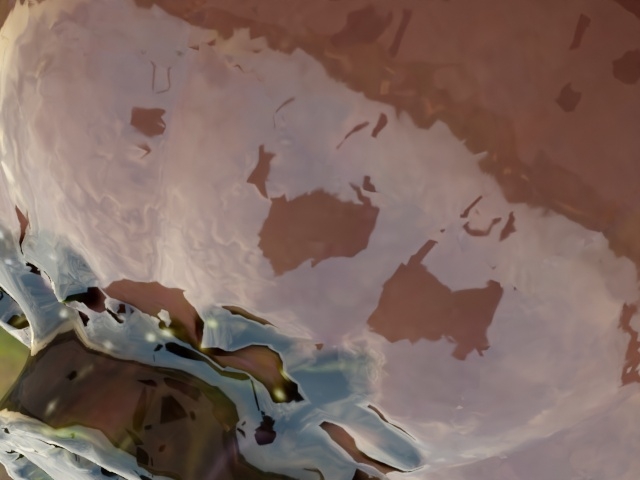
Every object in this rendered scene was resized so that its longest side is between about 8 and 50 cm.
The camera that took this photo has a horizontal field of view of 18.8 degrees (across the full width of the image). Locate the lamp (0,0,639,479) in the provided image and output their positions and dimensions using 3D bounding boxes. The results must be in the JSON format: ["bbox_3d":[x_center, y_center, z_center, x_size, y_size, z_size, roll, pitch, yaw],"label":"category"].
[{"bbox_3d":[0.000,0.000,0.632,0.305,0.239,0.305,26,156,12],"label":"lamp"}]
